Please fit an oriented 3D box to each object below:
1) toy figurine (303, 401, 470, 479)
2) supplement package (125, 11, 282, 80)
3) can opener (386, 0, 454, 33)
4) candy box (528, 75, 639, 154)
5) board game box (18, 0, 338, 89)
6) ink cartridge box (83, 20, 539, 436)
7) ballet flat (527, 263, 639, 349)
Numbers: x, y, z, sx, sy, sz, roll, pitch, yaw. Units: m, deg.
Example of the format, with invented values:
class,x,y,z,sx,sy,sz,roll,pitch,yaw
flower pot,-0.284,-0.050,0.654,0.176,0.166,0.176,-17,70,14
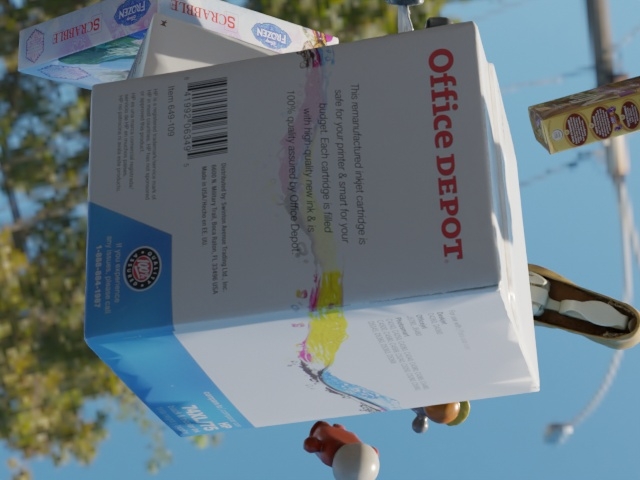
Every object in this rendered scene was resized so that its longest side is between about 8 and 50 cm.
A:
class,x,y,z,sx,sy,sz,roll,pitch,yaw
toy figurine,0.056,0.178,1.991,0.210,0.213,0.148,-29,-160,-10
supplement package,-0.148,-0.129,1.922,0.194,0.203,0.149,17,-129,-13
can opener,0.112,-0.297,1.860,0.093,0.280,0.074,-6,-166,-6
candy box,0.370,-0.167,2.068,0.187,0.053,0.109,-17,-166,1
board game box,-0.198,-0.257,2.216,0.319,0.065,0.318,11,166,-42
ink cartridge box,0.000,0.000,1.103,0.270,0.197,0.198,-8,-117,12
ballet flat,0.299,0.075,2.017,0.232,0.080,0.073,15,172,7
